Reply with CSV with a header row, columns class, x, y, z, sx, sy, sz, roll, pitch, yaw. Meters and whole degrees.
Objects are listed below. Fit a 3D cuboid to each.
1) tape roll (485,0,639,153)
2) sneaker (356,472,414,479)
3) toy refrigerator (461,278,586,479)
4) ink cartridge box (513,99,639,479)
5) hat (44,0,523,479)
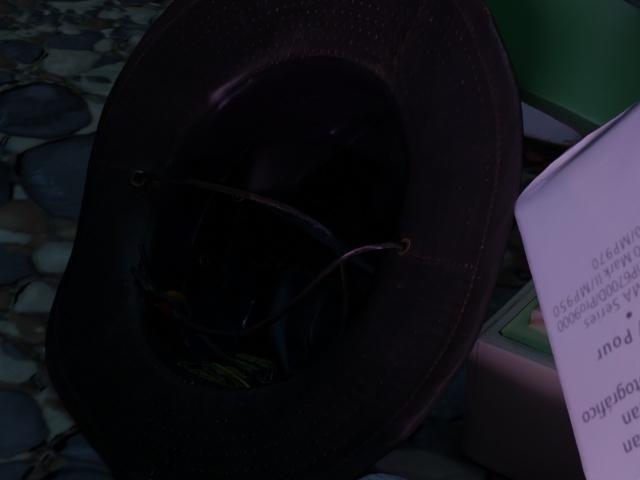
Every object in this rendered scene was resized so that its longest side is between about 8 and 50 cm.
class,x,y,z,sx,sy,sz,roll,pitch,yaw
tape roll,0.095,-0.142,0.846,0.321,0.077,0.321,21,1,-1
sneaker,0.090,0.228,0.400,0.210,0.137,0.366,6,32,4
toy refrigerator,0.198,0.042,0.716,0.102,0.094,0.269,21,38,31
ink cartridge box,0.243,0.153,0.440,0.308,0.091,0.385,22,45,-30
hat,0.000,0.000,0.671,0.134,0.331,0.331,28,11,-48
